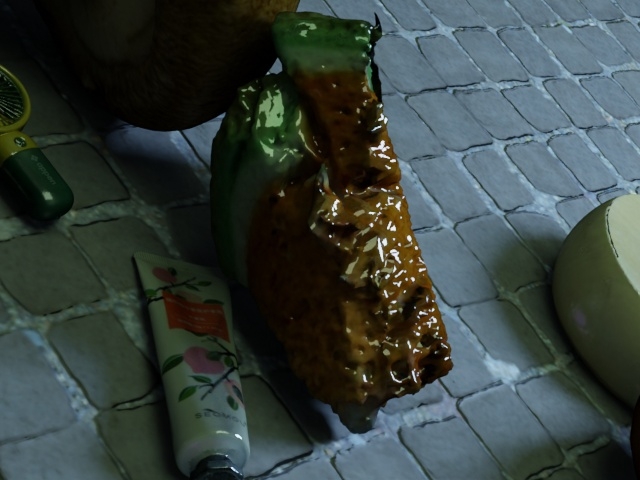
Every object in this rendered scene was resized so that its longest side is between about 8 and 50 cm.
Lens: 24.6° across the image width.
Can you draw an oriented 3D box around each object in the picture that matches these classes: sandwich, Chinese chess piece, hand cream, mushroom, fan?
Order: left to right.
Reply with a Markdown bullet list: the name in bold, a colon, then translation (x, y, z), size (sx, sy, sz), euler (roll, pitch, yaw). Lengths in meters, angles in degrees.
- **fan**: translation (-0.242, -0.074, 1.099), size (0.155, 0.039, 0.082), euler (51, 36, 15)
- **mushroom**: translation (-0.138, -0.269, 1.159), size (0.345, 0.345, 0.239), euler (37, 50, -1)
- **hand cream**: translation (-0.087, 0.088, 1.052), size (0.080, 0.050, 0.234), euler (14, 35, -24)
- **sandwich**: translation (0.000, 0.000, 1.123), size (0.162, 0.250, 0.301), euler (-12, 73, 3)
- **Chinese chess piece**: translation (0.337, 0.070, 1.397), size (0.251, 0.097, 0.250), euler (25, 36, -19)

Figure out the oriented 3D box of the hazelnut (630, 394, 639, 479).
- **hazelnut**: translation (0.359, 0.179, 1.188), size (0.230, 0.229, 0.229), euler (24, 37, -19)
